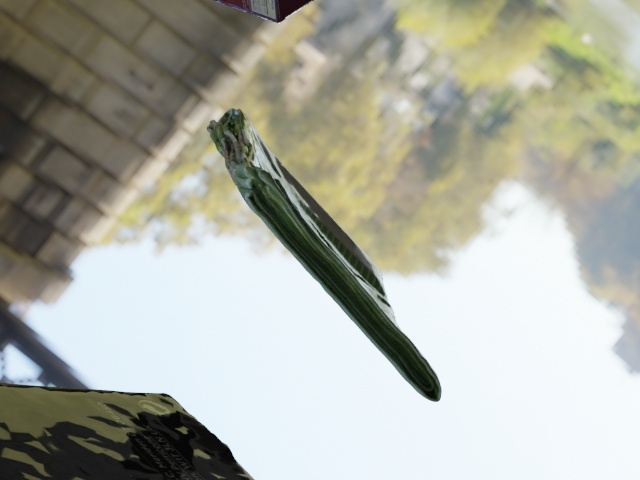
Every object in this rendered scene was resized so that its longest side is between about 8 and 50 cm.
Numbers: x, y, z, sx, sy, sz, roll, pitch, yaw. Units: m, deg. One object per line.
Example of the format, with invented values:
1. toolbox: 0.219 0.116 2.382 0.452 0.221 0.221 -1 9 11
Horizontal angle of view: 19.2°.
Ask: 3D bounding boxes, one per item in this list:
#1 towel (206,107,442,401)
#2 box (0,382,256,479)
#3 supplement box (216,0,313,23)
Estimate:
1. towel: 0.000 0.000 1.650 0.248 0.038 0.325 49 -178 -15
2. box: -0.178 0.210 0.686 0.294 0.296 0.183 9 -157 -46
3. supplement box: -0.045 -0.200 1.404 0.083 0.055 0.043 23 134 35
